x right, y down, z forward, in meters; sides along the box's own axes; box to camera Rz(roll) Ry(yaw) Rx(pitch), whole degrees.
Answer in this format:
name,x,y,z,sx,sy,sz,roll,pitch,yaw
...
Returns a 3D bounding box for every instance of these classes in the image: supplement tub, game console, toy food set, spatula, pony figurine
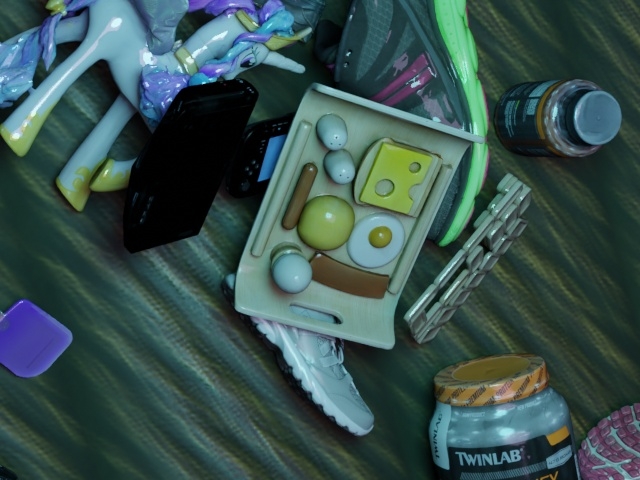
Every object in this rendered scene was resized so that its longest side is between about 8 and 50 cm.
name,x,y,z,sx,sy,sz,roll,pitch,yaw
supplement tub,0.253,0.322,1.733,0.193,0.193,0.316,-15,98,-17
game console,-0.086,-0.107,1.555,0.361,0.044,0.213,-19,144,-47
toy food set,0.044,-0.024,1.566,0.219,0.092,0.306,15,114,-17
supplement tub,0.318,-0.161,1.714,0.106,0.198,0.106,-2,96,-19
spatula,-0.433,0.057,1.561,0.296,0.030,0.084,43,83,-17
pony figurine,-0.230,-0.246,1.505,0.363,0.303,0.351,-37,115,0

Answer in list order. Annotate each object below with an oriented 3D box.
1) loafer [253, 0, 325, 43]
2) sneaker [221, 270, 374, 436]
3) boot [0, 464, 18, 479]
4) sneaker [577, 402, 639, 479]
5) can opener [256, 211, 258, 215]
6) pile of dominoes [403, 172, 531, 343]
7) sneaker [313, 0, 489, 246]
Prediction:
name,x,y,z,sx,sy,sz,roll,pitch,yaw
loafer,-0.077,-0.300,1.642,0.170,0.062,0.061,13,95,-18
sneaker,-0.003,0.133,1.676,0.115,0.105,0.281,-38,104,-12
boot,-0.407,0.285,1.552,0.121,0.099,0.045,30,83,-19
sneaker,0.515,0.295,1.867,0.299,0.121,0.112,-20,131,-9
can opener,0.000,0.000,1.701,0.186,0.073,0.059,22,126,-16
pile of dominoes,0.188,0.026,1.713,0.040,0.196,0.251,38,81,18
sneaker,0.100,-0.223,1.651,0.202,0.185,0.483,-11,107,5
